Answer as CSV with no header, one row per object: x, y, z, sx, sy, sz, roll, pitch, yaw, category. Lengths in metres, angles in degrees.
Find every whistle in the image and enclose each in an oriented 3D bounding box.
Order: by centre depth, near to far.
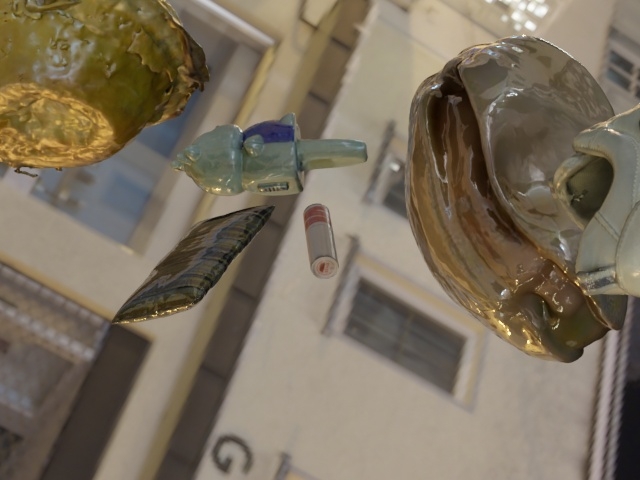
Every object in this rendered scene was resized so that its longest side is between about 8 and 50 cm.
-0.064,-0.104,1.545,0.110,0.244,0.092,67,19,-70,whistle

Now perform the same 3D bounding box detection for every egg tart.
-0.252,-0.145,1.152,0.295,0.295,0.116,-42,-141,53,egg tart

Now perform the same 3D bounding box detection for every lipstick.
0.000,0.000,1.686,0.038,0.038,0.130,-54,-157,25,lipstick

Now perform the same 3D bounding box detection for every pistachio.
0.241,-0.063,1.541,0.281,0.365,0.445,-29,-130,20,pistachio

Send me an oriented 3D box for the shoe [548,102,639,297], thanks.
0.281,-0.076,0.988,0.210,0.132,0.342,-11,-145,20,shoe

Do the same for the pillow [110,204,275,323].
-0.127,0.024,1.303,0.113,0.038,0.203,-16,-159,31,pillow
